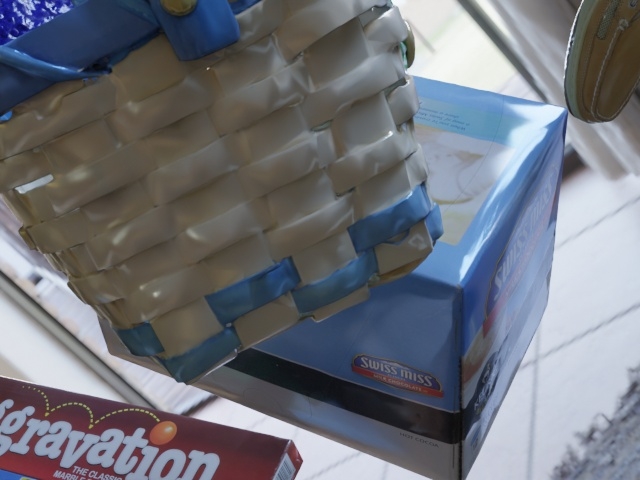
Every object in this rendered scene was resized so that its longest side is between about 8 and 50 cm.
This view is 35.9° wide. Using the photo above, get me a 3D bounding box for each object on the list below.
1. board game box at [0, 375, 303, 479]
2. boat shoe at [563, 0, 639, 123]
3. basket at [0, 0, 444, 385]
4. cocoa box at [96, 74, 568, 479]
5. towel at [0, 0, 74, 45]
[{"bbox_3d":[-0.164,0.160,0.603,0.281,0.027,0.145,6,47,28],"label":"board game box"},{"bbox_3d":[0.231,-0.168,0.694,0.072,0.068,0.190,31,114,43],"label":"boat shoe"},{"bbox_3d":[-0.083,-0.102,0.437,0.201,0.289,0.255,-33,16,-9],"label":"basket"},{"bbox_3d":[0.000,0.000,0.826,0.347,0.228,0.231,17,46,23],"label":"cocoa box"},{"bbox_3d":[-0.251,-0.205,0.673,0.076,0.228,0.308,111,160,-66],"label":"towel"}]
